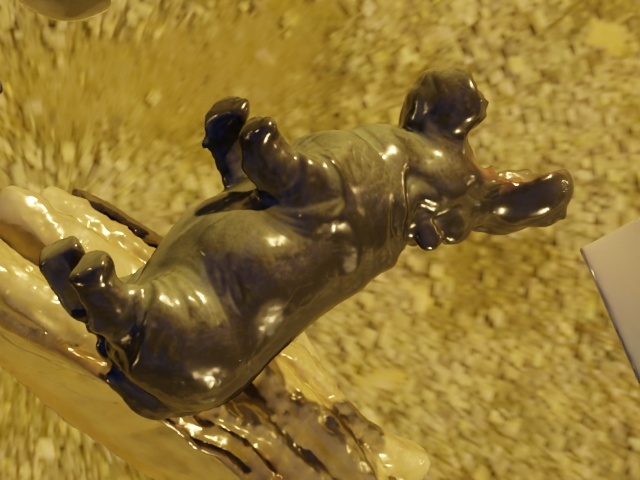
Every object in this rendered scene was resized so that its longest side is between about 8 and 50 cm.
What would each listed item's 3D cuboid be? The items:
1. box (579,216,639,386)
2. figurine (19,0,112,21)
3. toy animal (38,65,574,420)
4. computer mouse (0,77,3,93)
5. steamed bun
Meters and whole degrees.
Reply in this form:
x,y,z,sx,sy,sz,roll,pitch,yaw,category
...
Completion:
x,y,z,sx,sy,sz,roll,pitch,yaw,category
0.237,0.020,0.715,0.243,0.067,0.155,-27,66,17,box
-0.070,-0.270,1.327,0.394,0.226,0.274,-24,74,-10,figurine
-0.001,-0.017,1.211,0.343,0.106,0.168,-27,111,-15,toy animal
-0.244,-0.120,1.229,0.096,0.066,0.039,13,45,16,computer mouse
-0.108,0.081,1.432,0.428,0.247,0.189,36,62,-21,steamed bun
